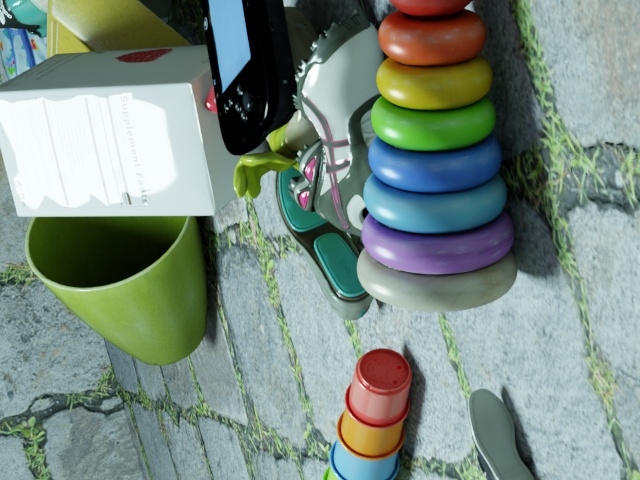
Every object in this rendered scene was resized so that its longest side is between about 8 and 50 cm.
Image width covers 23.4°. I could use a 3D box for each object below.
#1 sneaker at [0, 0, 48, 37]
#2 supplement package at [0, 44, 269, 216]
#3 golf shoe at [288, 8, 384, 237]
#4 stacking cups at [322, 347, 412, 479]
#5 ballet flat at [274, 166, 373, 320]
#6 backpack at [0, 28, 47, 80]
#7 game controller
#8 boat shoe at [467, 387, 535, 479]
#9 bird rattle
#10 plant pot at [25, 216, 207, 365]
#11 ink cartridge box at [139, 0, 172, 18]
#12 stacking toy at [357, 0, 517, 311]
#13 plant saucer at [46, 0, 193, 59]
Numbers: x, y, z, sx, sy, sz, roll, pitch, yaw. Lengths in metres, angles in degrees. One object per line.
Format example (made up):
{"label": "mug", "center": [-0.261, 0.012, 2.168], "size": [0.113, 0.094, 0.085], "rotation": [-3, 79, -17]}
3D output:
{"label": "sneaker", "center": [-0.397, -0.376, 2.359], "size": [0.108, 0.121, 0.302], "rotation": [64, -157, 1]}
{"label": "supplement package", "center": [-0.239, -0.141, 1.963], "size": [0.177, 0.293, 0.175], "rotation": [-47, -48, -58]}
{"label": "golf shoe", "center": [0.043, -0.111, 1.538], "size": [0.120, 0.105, 0.273], "rotation": [40, 151, 27]}
{"label": "stacking cups", "center": [0.048, 0.240, 1.802], "size": [0.316, 0.096, 0.096], "rotation": [94, 154, -49]}
{"label": "ballet flat", "center": [0.000, 0.000, 1.778], "size": [0.068, 0.072, 0.213], "rotation": [95, 153, -60]}
{"label": "backpack", "center": [-0.428, -0.330, 2.570], "size": [0.355, 0.273, 0.290], "rotation": [55, 159, 18]}
{"label": "game controller", "center": [-0.088, -0.253, 1.606], "size": [0.166, 0.067, 0.319], "rotation": [-30, 65, 56]}
{"label": "boat shoe", "center": [0.170, 0.203, 1.476], "size": [0.125, 0.046, 0.038], "rotation": [63, 157, 6]}
{"label": "bird rattle", "center": [-0.037, -0.168, 1.732], "size": [0.207, 0.143, 0.253], "rotation": [111, 154, -46]}
{"label": "plant pot", "center": [-0.296, 0.064, 2.505], "size": [0.275, 0.275, 0.293], "rotation": [57, 172, 43]}
{"label": "ink cartridge box", "center": [-0.310, -0.486, 2.202], "size": [0.223, 0.129, 0.307], "rotation": [123, 128, -69]}
{"label": "stacking toy", "center": [0.100, -0.113, 1.299], "size": [0.141, 0.141, 0.330], "rotation": [-138, 42, -60]}
{"label": "plant saucer", "center": [-0.274, -0.212, 2.175], "size": [0.333, 0.081, 0.332], "rotation": [40, 156, 8]}
